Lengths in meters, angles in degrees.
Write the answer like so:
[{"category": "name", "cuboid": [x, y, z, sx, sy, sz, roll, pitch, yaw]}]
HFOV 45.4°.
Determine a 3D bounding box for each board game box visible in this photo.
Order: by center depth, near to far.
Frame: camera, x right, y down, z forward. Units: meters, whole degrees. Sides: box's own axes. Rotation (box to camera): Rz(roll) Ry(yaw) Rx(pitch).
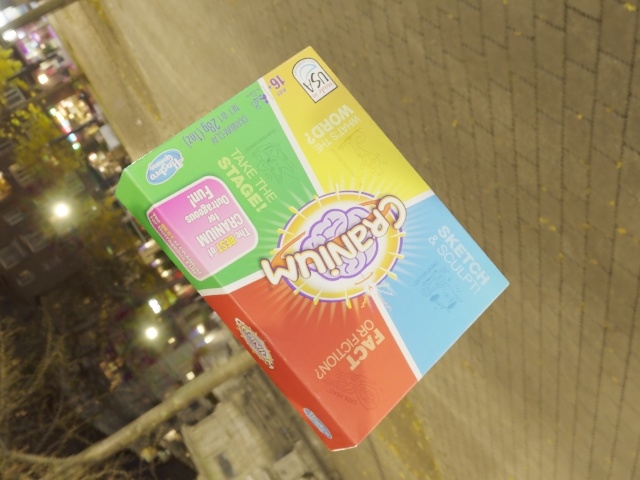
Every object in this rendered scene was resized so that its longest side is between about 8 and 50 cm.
[{"category": "board game box", "cuboid": [0.000, 0.000, 0.740, 0.316, 0.242, 0.064, 49, 153, -1]}]
